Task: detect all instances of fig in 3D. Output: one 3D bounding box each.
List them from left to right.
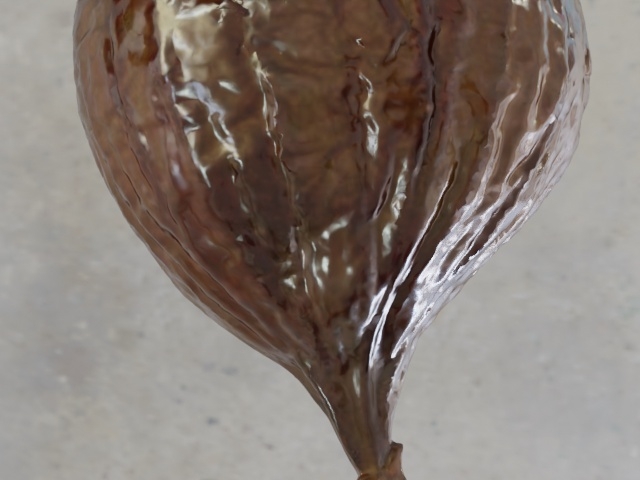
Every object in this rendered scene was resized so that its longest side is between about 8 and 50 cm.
[{"bbox_3d":[0.000,0.000,0.537,0.134,0.146,0.201,12,78,-62],"label":"fig"}]
